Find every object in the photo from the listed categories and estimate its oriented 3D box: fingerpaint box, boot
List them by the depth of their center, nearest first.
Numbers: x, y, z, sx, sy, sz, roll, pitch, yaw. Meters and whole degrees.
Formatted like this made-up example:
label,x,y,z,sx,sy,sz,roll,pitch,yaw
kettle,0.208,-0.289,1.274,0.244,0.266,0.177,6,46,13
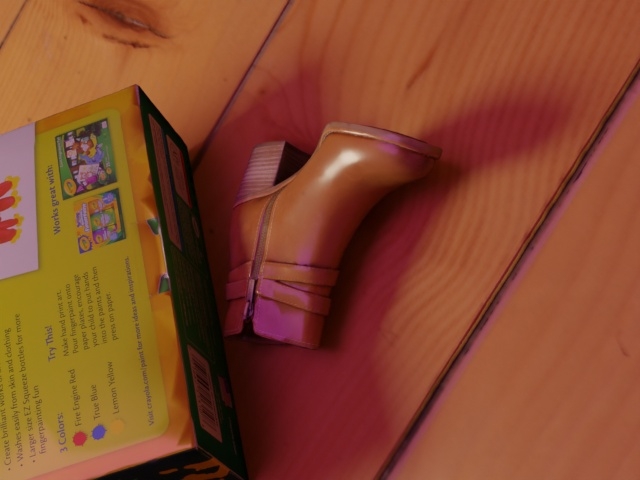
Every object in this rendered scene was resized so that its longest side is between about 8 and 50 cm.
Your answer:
label,x,y,z,sx,sy,sz,roll,pitch,yaw
boot,0.000,0.000,1.396,0.283,0.109,0.220,-4,71,44
fingerpaint box,-0.308,0.101,1.520,0.371,0.163,0.444,-19,61,10
